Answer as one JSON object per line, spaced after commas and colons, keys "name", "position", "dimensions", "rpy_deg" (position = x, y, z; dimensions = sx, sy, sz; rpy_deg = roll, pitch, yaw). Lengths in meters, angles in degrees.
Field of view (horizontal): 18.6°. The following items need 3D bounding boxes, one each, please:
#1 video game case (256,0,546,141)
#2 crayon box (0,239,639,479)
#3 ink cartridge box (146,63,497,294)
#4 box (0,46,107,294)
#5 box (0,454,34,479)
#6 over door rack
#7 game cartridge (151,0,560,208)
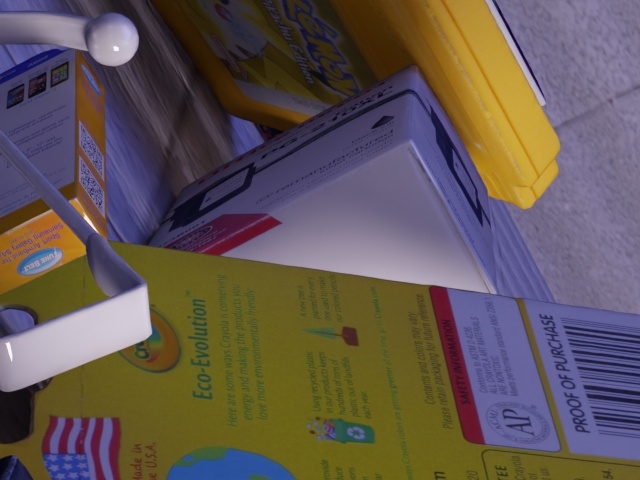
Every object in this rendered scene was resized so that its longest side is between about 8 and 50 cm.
{"name": "video game case", "position": [0.032, -0.156, 1.512], "dimensions": [0.232, 0.210, 0.042], "rpy_deg": [58, 11, -26]}
{"name": "crayon box", "position": [0.005, 0.095, 0.773], "dimensions": [0.202, 0.319, 0.081], "rpy_deg": [-98, -160, -57]}
{"name": "ink cartridge box", "position": [0.000, 0.000, 1.080], "dimensions": [0.100, 0.172, 0.237], "rpy_deg": [61, 10, -11]}
{"name": "box", "position": [-0.126, -0.027, 0.782], "dimensions": [0.028, 0.081, 0.136], "rpy_deg": [59, 12, -30]}
{"name": "box", "position": [-0.088, 0.164, 0.484], "dimensions": [0.158, 0.093, 0.156], "rpy_deg": [62, 10, -16]}
{"name": "over door rack", "position": [-0.113, -0.137, 0.683], "dimensions": [0.324, 0.108, 0.239], "rpy_deg": [-122, -157, -52]}
{"name": "game cartridge", "position": [-0.013, -0.156, 1.254], "dimensions": [0.324, 0.052, 0.285], "rpy_deg": [23, -26, 48]}
